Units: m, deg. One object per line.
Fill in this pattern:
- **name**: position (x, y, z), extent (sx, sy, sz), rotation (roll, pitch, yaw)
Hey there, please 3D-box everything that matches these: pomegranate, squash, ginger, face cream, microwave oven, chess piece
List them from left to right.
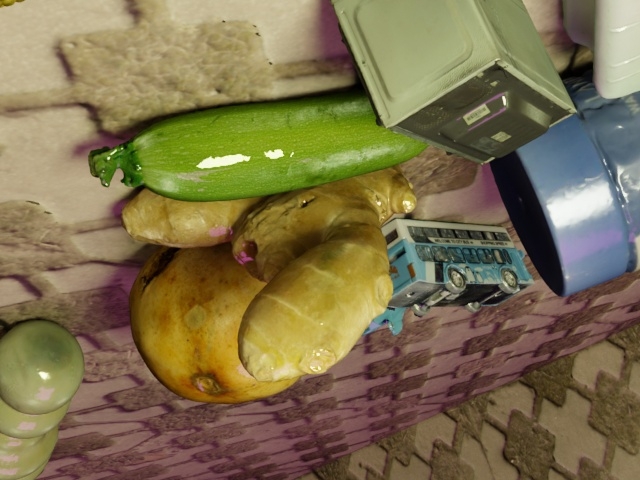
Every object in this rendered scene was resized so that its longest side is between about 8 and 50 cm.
- **chess piece**: position (-0.449, 0.237, 1.267), extent (0.182, 0.182, 0.330), rotation (-1, 146, -37)
- **pomegranate**: position (-0.115, 0.091, 1.087), extent (0.260, 0.260, 0.260), rotation (-16, 158, -7)
- **squash**: position (-0.046, -0.098, 0.877), extent (0.379, 0.101, 0.101), rotation (-11, 157, -22)
- **ginger**: position (0.006, -0.009, 0.911), extent (0.348, 0.363, 0.122), rotation (-21, 117, -25)
- **microwave oven**: position (0.120, -0.165, 0.772), extent (0.129, 0.163, 0.205), rotation (-29, 159, 29)
- **face cream**: position (0.345, -0.083, 1.025), extent (0.225, 0.249, 0.249), rotation (-22, 158, 2)

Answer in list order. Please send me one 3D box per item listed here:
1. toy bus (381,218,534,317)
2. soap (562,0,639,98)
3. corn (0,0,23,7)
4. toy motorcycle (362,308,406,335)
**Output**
- **toy bus**: position (0.211, 0.044, 1.370), extent (0.297, 0.131, 0.106), rotation (2, 150, -43)
- **soap**: position (0.322, -0.276, 0.730), extent (0.208, 0.115, 0.347), rotation (-23, 157, 9)
- **corn**: position (-0.231, -0.186, 0.522), extent (0.310, 0.101, 0.101), rotation (-14, 157, -8)
- **toy motorcycle**: position (0.042, 0.133, 1.464), extent (0.272, 0.123, 0.182), rotation (-21, 168, 5)
